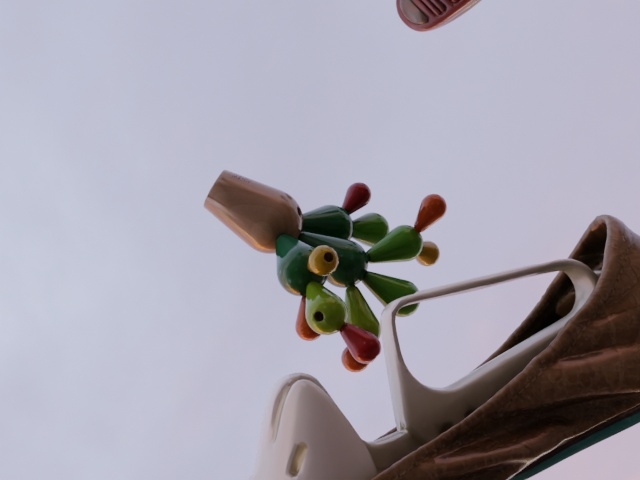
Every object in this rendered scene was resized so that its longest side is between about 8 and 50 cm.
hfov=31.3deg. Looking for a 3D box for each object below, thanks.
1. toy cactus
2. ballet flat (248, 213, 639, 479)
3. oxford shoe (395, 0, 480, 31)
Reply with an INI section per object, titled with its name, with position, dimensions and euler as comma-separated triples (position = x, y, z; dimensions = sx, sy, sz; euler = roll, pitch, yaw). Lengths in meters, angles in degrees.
[toy cactus]
position = 0.000, 0.000, 0.858
dimensions = 0.180, 0.219, 0.112
euler = 30, -57, 0
[ballet flat]
position = 0.052, 0.096, 0.582
dimensions = 0.342, 0.116, 0.124
euler = -33, -88, -12
[oxford shoe]
position = 0.239, -0.376, 1.373
dimensions = 0.348, 0.123, 0.130
euler = -44, -27, 18
